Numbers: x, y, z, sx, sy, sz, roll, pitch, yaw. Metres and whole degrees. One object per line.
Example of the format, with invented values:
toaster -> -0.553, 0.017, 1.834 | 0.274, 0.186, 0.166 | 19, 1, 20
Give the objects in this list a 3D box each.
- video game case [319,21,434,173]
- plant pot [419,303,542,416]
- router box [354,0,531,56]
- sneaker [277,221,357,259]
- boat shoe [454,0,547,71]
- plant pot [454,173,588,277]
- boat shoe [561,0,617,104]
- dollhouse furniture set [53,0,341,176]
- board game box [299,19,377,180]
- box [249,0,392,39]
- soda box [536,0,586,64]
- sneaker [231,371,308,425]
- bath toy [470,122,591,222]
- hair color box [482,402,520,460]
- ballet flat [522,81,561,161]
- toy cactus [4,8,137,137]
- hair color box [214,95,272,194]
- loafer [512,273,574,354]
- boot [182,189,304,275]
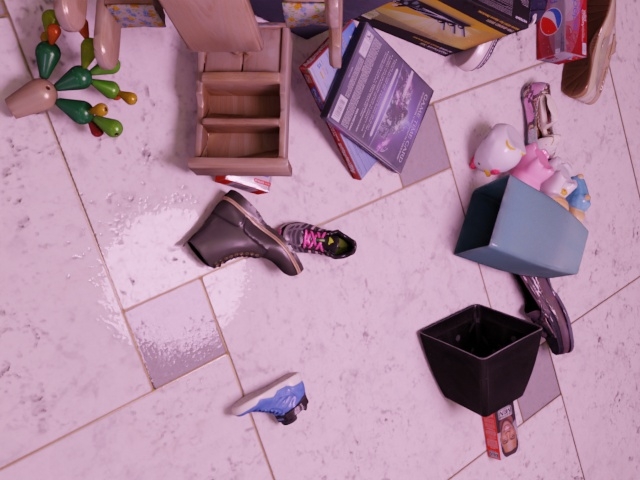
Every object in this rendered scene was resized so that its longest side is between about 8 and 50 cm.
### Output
video game case -> 0.120, -0.272, 1.382 | 0.274, 0.026, 0.196 | 28, 83, -50
plant pot -> 0.349, 0.264, 1.511 | 0.187, 0.188, 0.167 | -20, 111, -31
router box -> 0.223, -0.474, 1.395 | 0.308, 0.243, 0.081 | 11, 84, -31
sneaker -> 0.000, 0.000, 1.345 | 0.170, 0.074, 0.063 | 14, 82, -31
boat shoe -> 0.425, -0.503, 1.589 | 0.158, 0.127, 0.341 | 28, 74, -21
plant pot -> 0.453, -0.011, 1.541 | 0.234, 0.165, 0.166 | 22, 77, -11
boat shoe -> 0.697, -0.499, 1.783 | 0.098, 0.109, 0.302 | 13, 88, -37
dollhouse furniture set -> -0.146, -0.266, 1.048 | 0.362, 0.394, 0.257 | 1, 82, 4
board game box -> 0.063, -0.266, 1.360 | 0.145, 0.027, 0.281 | -50, 135, -22
box -> 0.034, -0.650, 1.135 | 0.297, 0.480, 0.472 | 17, 80, -33
soda box -> 0.592, -0.574, 1.719 | 0.083, 0.092, 0.263 | 1, 89, -32
sneaker -> -0.087, 0.311, 1.296 | 0.152, 0.058, 0.085 | -22, 93, -37
bath toy -> 0.483, -0.140, 1.629 | 0.348, 0.129, 0.151 | 26, 49, -31
hair color box -> 0.417, 0.427, 1.625 | 0.072, 0.043, 0.141 | -14, 98, -33
ballet flat -> 0.539, -0.273, 1.691 | 0.076, 0.079, 0.222 | -12, 96, -33
toy cactus -> -0.400, -0.248, 1.094 | 0.180, 0.112, 0.219 | -28, 108, -10
hair color box -> -0.126, -0.177, 1.280 | 0.093, 0.053, 0.167 | 15, 80, -31
loafer -> 0.508, 0.138, 1.666 | 0.095, 0.109, 0.303 | -20, 94, -13
boot -> -0.139, 0.025, 1.266 | 0.198, 0.077, 0.137 | 45, 71, -10
